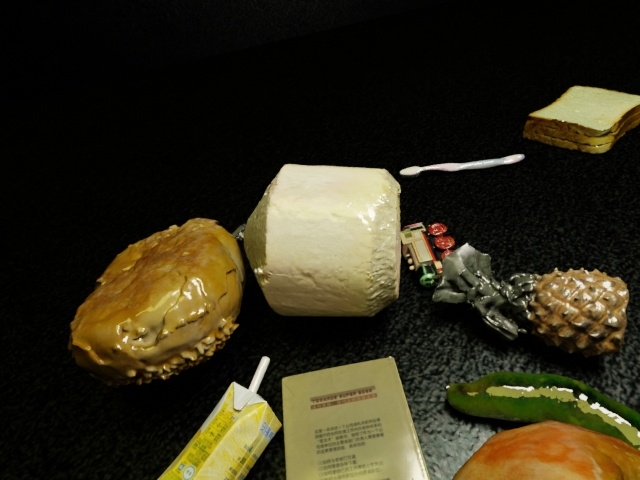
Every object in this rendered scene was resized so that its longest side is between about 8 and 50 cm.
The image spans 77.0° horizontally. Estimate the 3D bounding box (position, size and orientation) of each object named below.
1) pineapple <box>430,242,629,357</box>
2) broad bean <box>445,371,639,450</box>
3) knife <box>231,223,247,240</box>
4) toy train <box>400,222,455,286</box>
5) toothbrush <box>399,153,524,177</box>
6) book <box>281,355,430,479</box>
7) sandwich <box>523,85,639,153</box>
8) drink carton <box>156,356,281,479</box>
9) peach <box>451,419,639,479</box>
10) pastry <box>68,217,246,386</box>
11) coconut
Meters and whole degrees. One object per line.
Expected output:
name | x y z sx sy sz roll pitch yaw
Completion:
pineapple | 0.269 0.079 0.552 0.237 0.111 0.119 9 35 27
broad bean | 0.283 0.222 0.421 0.144 0.049 0.292 -32 44 -18
knife | -0.159 -0.024 0.855 0.222 0.021 0.045 -32 46 -24
toy train | 0.186 0.025 0.685 0.086 0.050 0.138 -14 40 5
toothbrush | 0.312 -0.166 0.896 0.269 0.027 0.021 -6 75 8
book | 0.036 0.252 0.469 0.161 0.026 0.231 -11 39 1
sandwich | 0.612 -0.285 0.931 0.214 0.065 0.186 -35 45 -26
drink carton | -0.103 0.234 0.483 0.074 0.084 0.200 15 51 35
peach | 0.179 0.242 0.274 0.214 0.235 0.214 -19 56 31
pastry | -0.230 0.097 0.619 0.255 0.162 0.311 -21 28 7
coconut | 0.000 0.000 0.619 0.244 0.239 0.239 0 41 13
